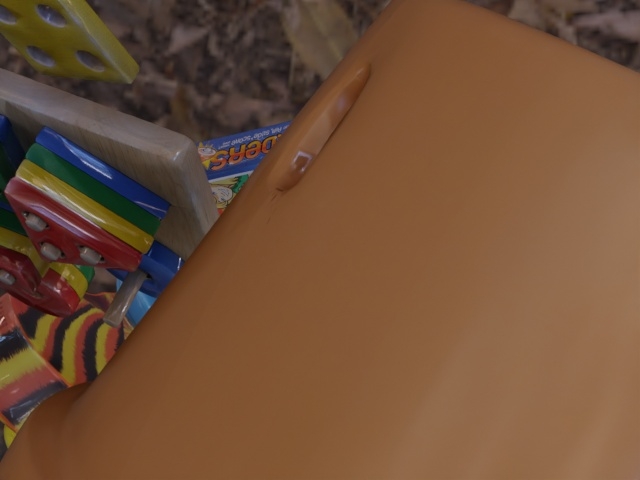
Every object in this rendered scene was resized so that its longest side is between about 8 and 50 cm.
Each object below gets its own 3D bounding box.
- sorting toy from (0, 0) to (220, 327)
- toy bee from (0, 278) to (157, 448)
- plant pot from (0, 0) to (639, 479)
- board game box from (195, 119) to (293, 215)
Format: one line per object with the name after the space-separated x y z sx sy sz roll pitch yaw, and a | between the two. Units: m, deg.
-0.107 -0.014 0.607 0.132 0.046 0.274 21 156 16 | sorting toy
-0.097 0.088 1.002 0.298 0.162 0.195 -22 169 -46 | toy bee
0.069 0.066 0.408 0.291 0.291 0.203 22 99 -20 | plant pot
0.000 0.000 1.051 0.136 0.035 0.201 -12 137 27 | board game box
